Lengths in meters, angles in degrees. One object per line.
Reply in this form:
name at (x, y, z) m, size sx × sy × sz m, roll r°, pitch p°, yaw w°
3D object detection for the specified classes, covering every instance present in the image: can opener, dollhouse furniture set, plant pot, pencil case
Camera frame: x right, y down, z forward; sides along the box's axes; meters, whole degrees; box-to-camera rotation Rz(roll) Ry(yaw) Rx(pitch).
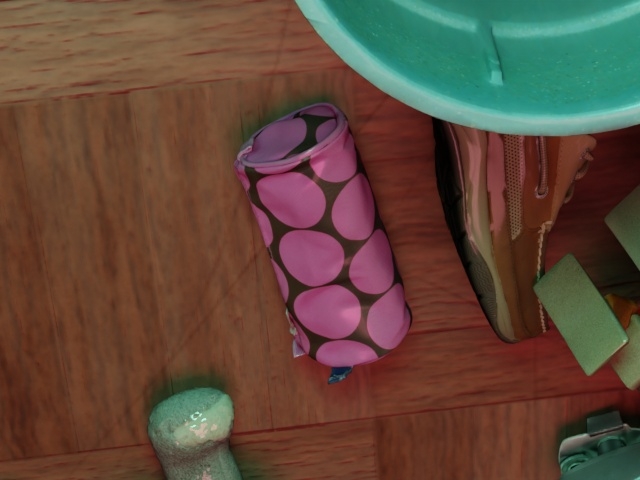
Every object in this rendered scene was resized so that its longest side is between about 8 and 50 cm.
can opener at (0.337, 0.173, 1.532) m, size 0.283 × 0.095 × 0.076 m, roll -15°, pitch 131°, yaw 12°
dollhouse furniture set at (0.315, 0.008, 1.394) m, size 0.259 × 0.135 × 0.262 m, roll -46°, pitch 141°, yaw 21°
plant pot at (0.117, -0.290, 1.063) m, size 0.341 × 0.334 × 0.341 m, roll -4°, pitch 124°, yaw -5°
pencil case at (0.000, 0.000, 1.387) m, size 0.098 × 0.095 × 0.209 m, roll -7°, pitch 123°, yaw 17°

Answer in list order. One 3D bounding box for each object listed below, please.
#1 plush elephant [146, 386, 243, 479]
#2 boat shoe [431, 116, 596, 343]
plush elephant at (-0.133, 0.339, 1.489) m, size 0.271 × 0.255 × 0.330 m, roll -22°, pitch 123°, yaw 7°
boat shoe at (0.144, -0.069, 1.341) m, size 0.119 × 0.123 × 0.324 m, roll -15°, pitch 124°, yaw -1°
